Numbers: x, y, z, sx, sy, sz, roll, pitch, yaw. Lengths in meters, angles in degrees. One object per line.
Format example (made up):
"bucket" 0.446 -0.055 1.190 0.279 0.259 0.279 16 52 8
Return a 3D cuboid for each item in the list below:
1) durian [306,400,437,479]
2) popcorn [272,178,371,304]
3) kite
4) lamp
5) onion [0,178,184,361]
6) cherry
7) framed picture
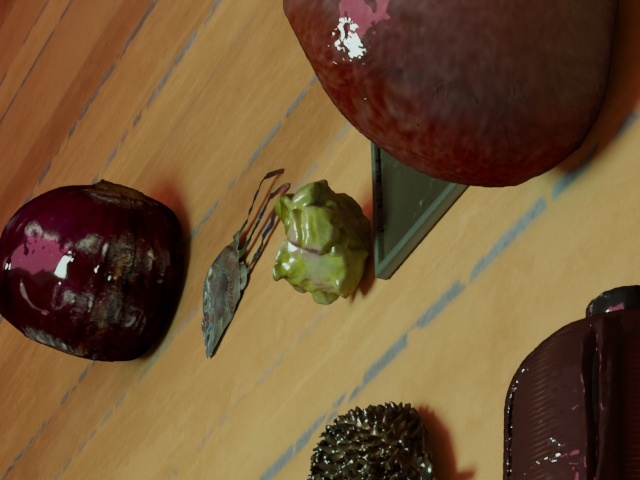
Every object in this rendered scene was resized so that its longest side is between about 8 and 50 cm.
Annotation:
"durian" 0.037 0.192 1.568 0.188 0.091 0.148 -23 54 62
"popcorn" 0.002 0.001 1.798 0.089 0.109 0.097 -26 9 31
"kite" -0.089 0.015 2.129 0.229 0.016 0.127 -61 27 31
"lamp" 0.185 0.140 1.110 0.180 0.180 0.258 -41 40 55
"onion" -0.285 0.036 2.336 0.207 0.206 0.216 31 104 69
"cherry" 0.105 -0.164 1.476 0.206 0.239 0.239 2 76 61
"framed picture" 0.093 -0.112 1.766 0.184 0.016 0.250 -52 30 43
